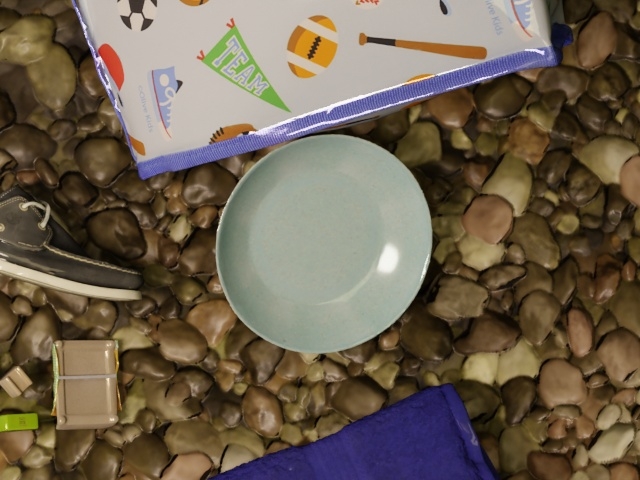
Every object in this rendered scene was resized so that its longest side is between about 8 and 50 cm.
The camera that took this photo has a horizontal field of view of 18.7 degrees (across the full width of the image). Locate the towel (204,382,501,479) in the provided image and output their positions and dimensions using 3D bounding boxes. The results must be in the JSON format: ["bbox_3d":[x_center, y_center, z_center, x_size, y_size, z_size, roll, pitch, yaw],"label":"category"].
[{"bbox_3d":[0.023,0.276,1.662,0.308,0.076,0.228,-20,64,-12],"label":"towel"}]

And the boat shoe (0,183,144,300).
[{"bbox_3d":[-0.252,-0.006,1.621,0.233,0.084,0.079,20,86,-8],"label":"boat shoe"}]

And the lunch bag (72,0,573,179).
[{"bbox_3d":[-0.022,-0.250,1.593,0.385,0.239,0.328,-17,95,14],"label":"lunch bag"}]

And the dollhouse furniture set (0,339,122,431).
[{"bbox_3d":[-0.247,0.125,1.652,0.151,0.058,0.076,1,81,-31],"label":"dollhouse furniture set"}]

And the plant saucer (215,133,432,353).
[{"bbox_3d":[0.000,0.000,1.687,0.195,0.037,0.195,-4,106,-15],"label":"plant saucer"}]
